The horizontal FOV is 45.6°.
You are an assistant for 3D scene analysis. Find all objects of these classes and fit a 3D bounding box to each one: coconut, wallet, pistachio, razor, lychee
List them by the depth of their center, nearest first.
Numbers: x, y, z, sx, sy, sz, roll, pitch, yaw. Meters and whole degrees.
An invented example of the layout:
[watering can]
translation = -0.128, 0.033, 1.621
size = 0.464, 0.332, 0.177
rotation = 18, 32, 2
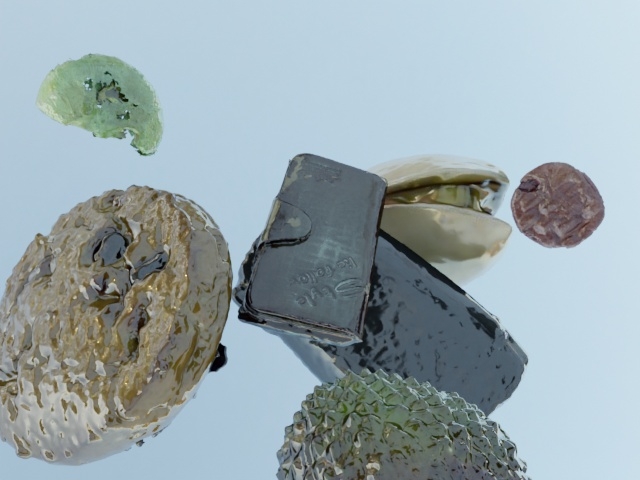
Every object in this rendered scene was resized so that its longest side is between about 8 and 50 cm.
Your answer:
[lychee]
translation = 0.046, 0.155, 0.472
size = 0.171, 0.171, 0.171
rotation = 15, -117, -31
[wallet]
translation = 0.000, 0.000, 0.784
size = 0.121, 0.031, 0.232
rotation = 15, -131, -1
[razor]
translation = 0.061, 0.096, 0.861
size = 0.326, 0.107, 0.189
rotation = 39, -97, 9
[coconut]
translation = -0.268, -0.179, 0.948
size = 0.158, 0.055, 0.133
rotation = 8, -106, -21
[pistachio]
translation = 0.116, -0.019, 1.001
size = 0.213, 0.318, 0.194
rotation = 16, -113, -31

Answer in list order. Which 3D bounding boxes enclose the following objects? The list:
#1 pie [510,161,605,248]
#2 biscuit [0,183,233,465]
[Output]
[pie]
translation = 0.394, -0.057, 1.274
size = 0.038, 0.153, 0.154
rotation = -7, -106, -66
[biscuit]
translation = -0.212, 0.070, 0.720
size = 0.075, 0.295, 0.296
rotation = 42, -134, -49
